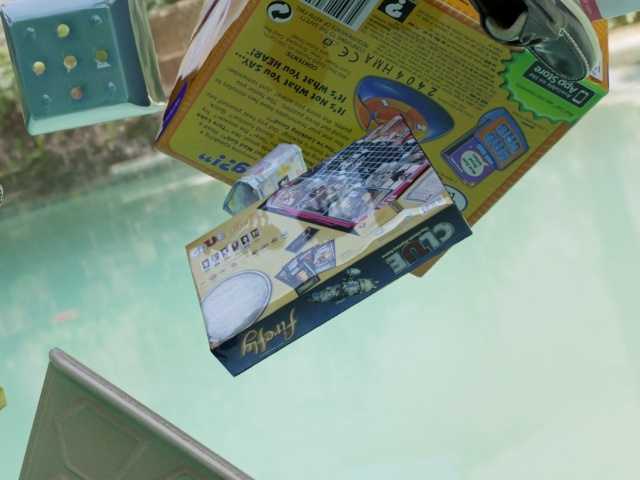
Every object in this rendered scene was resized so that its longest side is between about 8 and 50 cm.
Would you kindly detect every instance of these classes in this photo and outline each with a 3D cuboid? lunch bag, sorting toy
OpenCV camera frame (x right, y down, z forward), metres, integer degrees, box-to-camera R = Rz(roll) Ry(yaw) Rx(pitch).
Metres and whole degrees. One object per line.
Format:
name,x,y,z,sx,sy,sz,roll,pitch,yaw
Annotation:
lunch bag,-0.052,-0.054,1.230,0.071,0.053,0.083,-44,-7,-30
sorting toy,-0.180,0.185,0.978,0.307,0.229,0.041,31,38,15

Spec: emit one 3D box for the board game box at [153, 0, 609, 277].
board game box,0.074,-0.248,1.410,0.356,0.357,0.356,-49,22,43

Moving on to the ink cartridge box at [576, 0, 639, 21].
ink cartridge box,0.299,-0.267,1.024,0.218,0.092,0.158,-10,29,37

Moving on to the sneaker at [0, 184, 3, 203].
sneaker,-0.350,-0.082,1.102,0.107,0.110,0.275,-23,-28,-32

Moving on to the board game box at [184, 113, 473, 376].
board game box,0.000,0.000,1.114,0.243,0.042,0.165,-31,36,7

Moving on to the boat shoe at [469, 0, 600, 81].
boat shoe,0.124,-0.147,0.788,0.056,0.152,0.049,-1,54,51

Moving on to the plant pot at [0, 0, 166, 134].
plant pot,-0.271,-0.205,1.396,0.166,0.165,0.234,-12,11,-5
